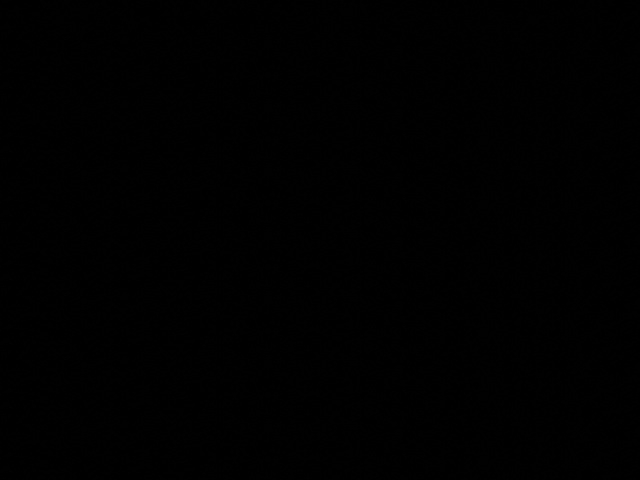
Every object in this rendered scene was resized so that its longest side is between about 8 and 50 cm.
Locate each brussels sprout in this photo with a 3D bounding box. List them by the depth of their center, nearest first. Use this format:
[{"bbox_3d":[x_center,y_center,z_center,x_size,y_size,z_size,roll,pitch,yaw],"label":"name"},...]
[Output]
[{"bbox_3d":[-0.005,0.000,0.177,0.281,0.289,0.355,42,-161,16],"label":"brussels sprout"}]
